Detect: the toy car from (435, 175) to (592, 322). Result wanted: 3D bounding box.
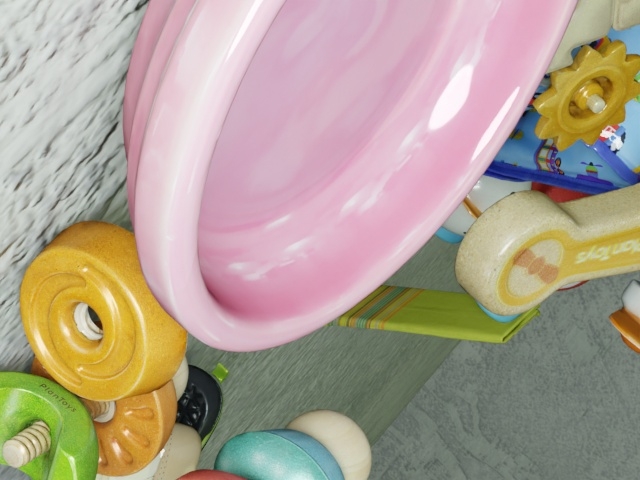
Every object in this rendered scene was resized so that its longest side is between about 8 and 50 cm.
[{"bbox_3d":[0.181,-0.041,1.372,0.219,0.210,0.238,-41,160,28],"label":"toy car"}]

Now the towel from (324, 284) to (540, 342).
[{"bbox_3d":[0.123,0.086,1.547,0.102,0.237,0.021,-35,122,-48],"label":"towel"}]

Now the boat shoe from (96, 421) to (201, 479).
[{"bbox_3d":[-0.179,0.263,1.057,0.121,0.110,0.341,-99,-154,-46],"label":"boat shoe"}]

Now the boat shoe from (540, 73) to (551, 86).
[{"bbox_3d":[0.126,-0.153,0.963,0.306,0.113,0.105,-57,154,1],"label":"boat shoe"}]

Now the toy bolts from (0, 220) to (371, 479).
[{"bbox_3d":[-0.070,0.092,0.799,0.158,0.228,0.218,-32,152,-53],"label":"toy bolts"}]

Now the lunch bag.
[{"bbox_3d":[0.216,-0.153,1.172,0.221,0.138,0.293,-46,-161,-16],"label":"lunch bag"}]

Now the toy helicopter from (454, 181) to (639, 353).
[{"bbox_3d":[0.234,0.000,0.964,0.355,0.140,0.235,-11,133,-33],"label":"toy helicopter"}]

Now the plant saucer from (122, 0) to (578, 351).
[{"bbox_3d":[0.017,-0.098,0.694,0.332,0.084,0.332,-42,153,-27],"label":"plant saucer"}]

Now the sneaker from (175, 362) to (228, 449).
[{"bbox_3d":[-0.156,0.205,1.184,0.234,0.084,0.097,-48,171,1],"label":"sneaker"}]

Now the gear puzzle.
[{"bbox_3d":[0.177,-0.196,0.838,0.175,0.044,0.339,-21,135,-14],"label":"gear puzzle"}]
